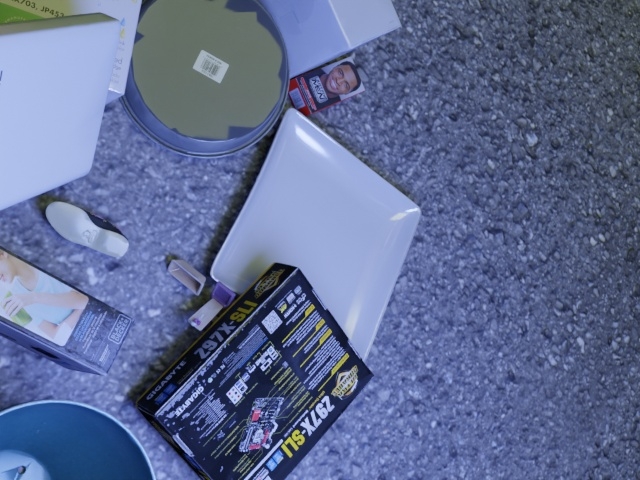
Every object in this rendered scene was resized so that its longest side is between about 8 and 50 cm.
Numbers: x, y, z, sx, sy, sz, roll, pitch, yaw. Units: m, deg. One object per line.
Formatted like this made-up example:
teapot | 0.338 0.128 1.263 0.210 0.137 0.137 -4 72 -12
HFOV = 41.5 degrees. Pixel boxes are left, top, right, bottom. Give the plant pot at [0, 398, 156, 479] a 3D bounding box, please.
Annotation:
plant pot | -0.381 0.347 1.082 0.290 0.195 0.290 6 80 -35

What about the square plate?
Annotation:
square plate | 0.000 0.000 1.494 0.347 0.049 0.344 35 66 -27

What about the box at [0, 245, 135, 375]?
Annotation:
box | -0.413 0.074 1.116 0.290 0.169 0.087 35 68 -28

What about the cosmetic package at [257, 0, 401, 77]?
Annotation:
cosmetic package | -0.019 -0.412 1.426 0.138 0.225 0.224 -32 103 -37

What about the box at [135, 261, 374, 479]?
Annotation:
box | -0.092 0.234 1.334 0.322 0.079 0.257 -46 120 -22

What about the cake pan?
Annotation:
cake pan | -0.180 -0.278 1.348 0.293 0.054 0.293 -1 92 -20

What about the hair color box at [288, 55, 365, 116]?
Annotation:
hair color box | 0.009 -0.279 1.540 0.141 0.043 0.072 -30 101 -35

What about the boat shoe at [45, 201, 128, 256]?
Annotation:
boat shoe | -0.347 -0.018 1.253 0.133 0.042 0.049 31 92 -28

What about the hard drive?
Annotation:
hard drive | -0.372 -0.147 1.017 0.353 0.047 0.233 -43 155 -64

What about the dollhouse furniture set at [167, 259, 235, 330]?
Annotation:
dollhouse furniture set | -0.212 0.097 1.324 0.114 0.091 0.081 38 44 6

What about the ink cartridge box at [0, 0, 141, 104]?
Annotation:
ink cartridge box | -0.371 -0.395 1.236 0.207 0.119 0.353 15 76 -33
